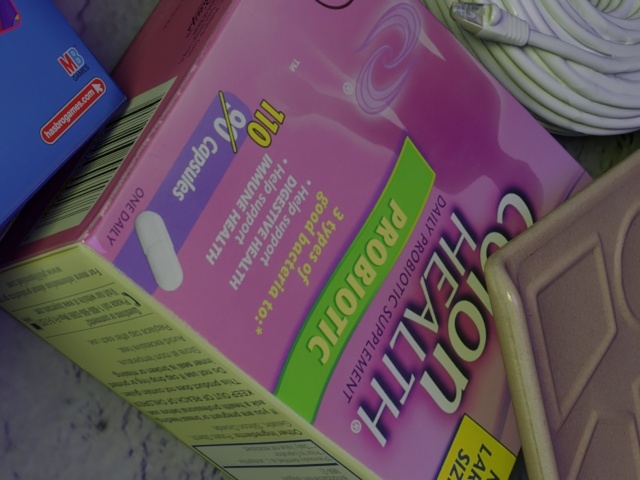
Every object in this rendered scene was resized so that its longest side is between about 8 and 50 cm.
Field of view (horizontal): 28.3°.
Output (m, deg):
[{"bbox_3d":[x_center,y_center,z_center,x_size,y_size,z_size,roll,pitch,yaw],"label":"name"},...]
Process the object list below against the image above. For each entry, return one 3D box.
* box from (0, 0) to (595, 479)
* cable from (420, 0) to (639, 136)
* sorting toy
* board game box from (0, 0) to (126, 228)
[{"bbox_3d":[0.000,0.000,0.620,0.243,0.117,0.214,42,59,-24],"label":"box"},{"bbox_3d":[0.154,-0.188,0.791,0.257,0.089,0.257,29,64,-30],"label":"cable"},{"bbox_3d":[0.143,0.065,0.630,0.208,0.038,0.193,-33,115,-48],"label":"sorting toy"},{"bbox_3d":[-0.238,-0.042,0.413,0.233,0.078,0.347,54,39,-18],"label":"board game box"}]
